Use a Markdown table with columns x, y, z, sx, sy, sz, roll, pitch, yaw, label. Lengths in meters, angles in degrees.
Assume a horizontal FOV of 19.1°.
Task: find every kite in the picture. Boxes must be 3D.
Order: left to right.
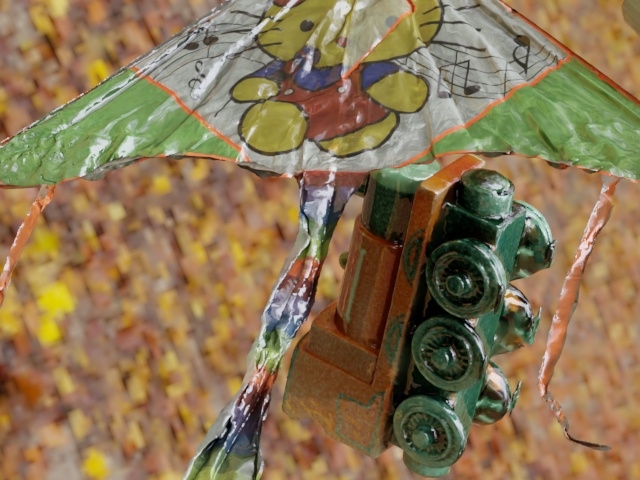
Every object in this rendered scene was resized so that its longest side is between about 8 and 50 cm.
| x | y | z | sx | sy | sz | roll | pitch | yaw | label |
| --- | --- | --- | --- | --- | --- | --- | --- | --- | --- |
| 0.000 | 0.000 | 0.441 | 0.006 | 0.198 | 0.244 | 80 | 18 | -46 | kite |

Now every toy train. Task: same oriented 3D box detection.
| x | y | z | sx | sy | sz | roll | pitch | yaw | label |
| --- | --- | --- | --- | --- | --- | --- | --- | --- | --- |
| 0.029 | 0.020 | 0.563 | 0.044 | 0.064 | 0.103 | -32 | 141 | -49 | toy train |

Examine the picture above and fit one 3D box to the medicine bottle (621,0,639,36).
| x | y | z | sx | sy | sz | roll | pitch | yaw | label |
| --- | --- | --- | --- | --- | --- | --- | --- | --- | --- |
| 0.146 | -0.065 | 0.656 | 0.083 | 0.047 | 0.047 | 50 | 14 | 26 | medicine bottle |
